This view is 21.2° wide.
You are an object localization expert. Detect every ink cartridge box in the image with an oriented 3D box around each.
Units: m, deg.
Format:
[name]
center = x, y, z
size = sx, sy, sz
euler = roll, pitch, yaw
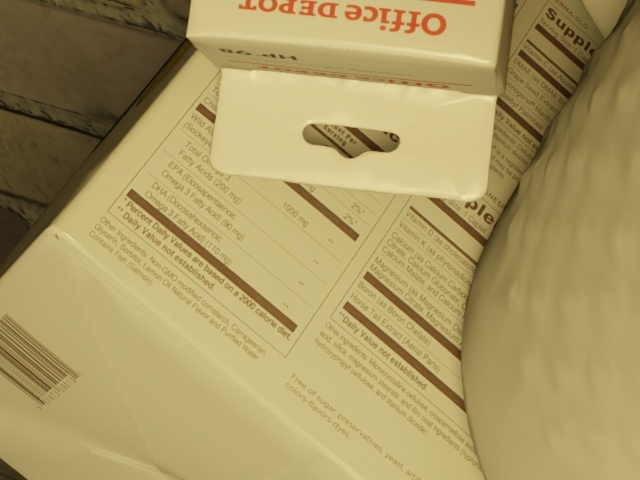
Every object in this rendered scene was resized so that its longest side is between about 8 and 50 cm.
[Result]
[ink cartridge box]
center = 0.017, -0.109, 0.575
size = 0.104, 0.180, 0.060
euler = 6, 176, 8

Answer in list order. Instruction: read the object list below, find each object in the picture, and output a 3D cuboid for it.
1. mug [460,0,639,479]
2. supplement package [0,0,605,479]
[mug]
center = 0.199, -0.061, 0.523
size = 0.374, 0.276, 0.328
euler = 57, 148, 22
[supplement package]
center = 0.000, 0.000, 0.734
size = 0.198, 0.263, 0.199
euler = 40, 147, -9
